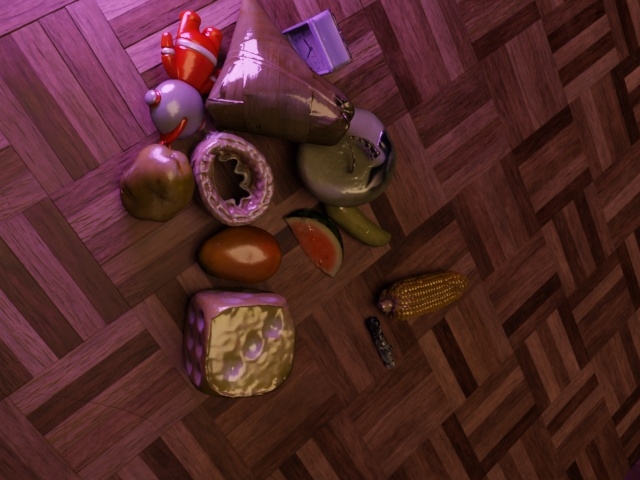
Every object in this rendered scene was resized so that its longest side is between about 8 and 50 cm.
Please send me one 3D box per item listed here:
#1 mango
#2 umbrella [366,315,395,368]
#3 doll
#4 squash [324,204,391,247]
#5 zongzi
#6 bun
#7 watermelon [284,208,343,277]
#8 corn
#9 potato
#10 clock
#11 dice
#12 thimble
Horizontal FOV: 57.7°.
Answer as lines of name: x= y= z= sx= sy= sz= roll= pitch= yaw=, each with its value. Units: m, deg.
mango: x=-0.207 y=0.033 z=1.517 sx=0.221 sy=0.120 sz=0.152 roll=13 pitch=92 yaw=-23
umbrella: x=0.196 y=0.322 z=1.827 sx=0.050 sy=0.046 sz=0.188 roll=-18 pitch=110 yaw=14
doll: x=-0.329 y=-0.371 z=1.400 sx=0.199 sy=0.105 sz=0.336 roll=22 pitch=80 yaw=-53
squash: x=0.104 y=-0.056 z=1.705 sx=0.250 sy=0.083 sz=0.083 roll=38 pitch=78 yaw=-29
zongzi: x=-0.032 y=-0.414 z=1.455 sx=0.447 sy=0.181 sz=0.418 roll=12 pitch=77 yaw=-6
bun: x=0.064 y=-0.215 z=1.596 sx=0.283 sy=0.179 sz=0.283 roll=1 pitch=77 yaw=-6
watermelon: x=-0.002 y=-0.002 z=1.665 sx=0.119 sy=0.063 sz=0.245 roll=-32 pitch=116 yaw=12
corn: x=0.327 y=0.170 z=1.836 sx=0.347 sy=0.130 sz=0.130 roll=-13 pitch=103 yaw=-28
potato: x=-0.382 y=-0.130 z=1.368 sx=0.154 sy=0.200 sz=0.137 roll=7 pitch=49 yaw=-42
clock: x=-0.013 y=-0.502 z=1.510 sx=0.073 sy=0.193 sz=0.145 roll=-33 pitch=111 yaw=-20
dice: x=-0.212 y=0.253 z=1.483 sx=0.233 sy=0.227 sz=0.238 roll=3 pitch=95 yaw=-30
thimble: x=-0.233 y=-0.152 z=1.463 sx=0.196 sy=0.148 sz=0.229 roll=-47 pitch=116 yaw=-12
